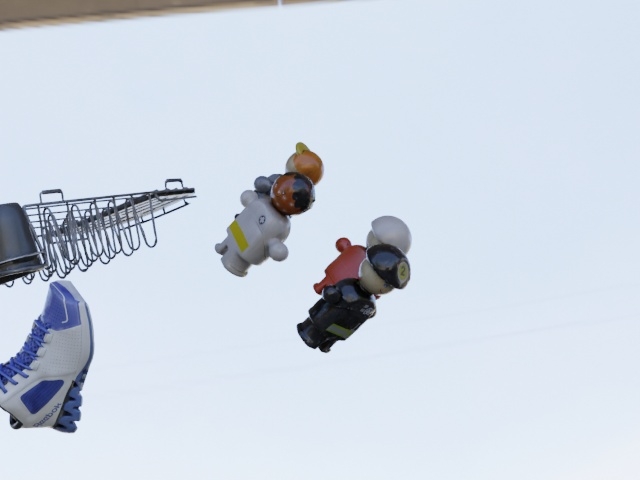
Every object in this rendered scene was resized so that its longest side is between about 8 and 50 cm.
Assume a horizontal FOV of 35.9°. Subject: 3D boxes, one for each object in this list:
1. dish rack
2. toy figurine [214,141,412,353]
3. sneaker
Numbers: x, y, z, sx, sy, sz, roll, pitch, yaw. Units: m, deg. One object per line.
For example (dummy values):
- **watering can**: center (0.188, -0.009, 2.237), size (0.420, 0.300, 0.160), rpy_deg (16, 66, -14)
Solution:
- **dish rack**: center (-0.259, 0.002, 0.974), size (0.208, 0.074, 0.271), rpy_deg (-15, -2, 38)
- **toy figurine**: center (0.000, 0.000, 1.152), size (0.148, 0.209, 0.213), rpy_deg (-45, 5, 17)
- **sneaker**: center (-0.543, 0.242, 1.878), size (0.182, 0.127, 0.315), rpy_deg (-3, -65, -35)
